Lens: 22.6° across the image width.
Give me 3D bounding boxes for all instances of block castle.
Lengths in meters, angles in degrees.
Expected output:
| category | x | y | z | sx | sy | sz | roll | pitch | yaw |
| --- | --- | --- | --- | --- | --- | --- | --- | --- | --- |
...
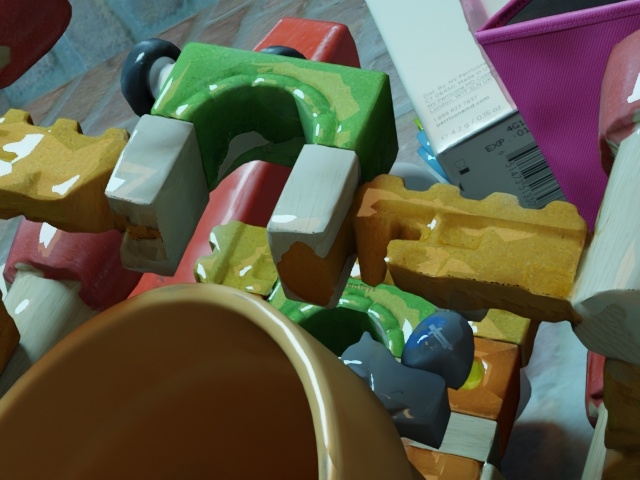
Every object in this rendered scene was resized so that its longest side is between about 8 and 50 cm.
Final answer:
| category | x | y | z | sx | sy | sz | roll | pitch | yaw |
| --- | --- | --- | --- | --- | --- | --- | --- | --- | --- |
| block castle | 0.000 | 0.000 | 0.860 | 0.453 | 0.303 | 0.213 | 10 | 52 | 17 |

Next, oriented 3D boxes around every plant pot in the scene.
| category | x | y | z | sx | sy | sz | roll | pitch | yaw |
| --- | --- | --- | --- | --- | --- | --- | --- | --- | --- |
| plant pot | -0.036 | 0.192 | 0.722 | 0.291 | 0.203 | 0.291 | -30 | 42 | 31 |

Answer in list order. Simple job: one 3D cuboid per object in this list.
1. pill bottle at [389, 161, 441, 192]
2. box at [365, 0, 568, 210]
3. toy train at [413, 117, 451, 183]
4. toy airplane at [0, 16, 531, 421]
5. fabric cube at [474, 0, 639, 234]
| category | x | y | z | sx | sy | sz | roll | pitch | yaw |
| --- | --- | --- | --- | --- | --- | --- | --- | --- | --- |
| pill bottle | 0.005 | 0.009 | 1.355 | 0.215 | 0.117 | 0.117 | -14 | 25 | 43 |
| box | 0.141 | -0.133 | 1.321 | 0.127 | 0.148 | 0.232 | -28 | 48 | 10 |
| toy train | 0.151 | -0.141 | 1.566 | 0.143 | 0.105 | 0.248 | -42 | 17 | 9 |
| toy airplane | -0.063 | 0.070 | 1.169 | 0.384 | 0.272 | 0.386 | -37 | 53 | 15 |
| fabric cube | 0.302 | -0.096 | 0.949 | 0.259 | 0.258 | 0.254 | -43 | 21 | -31 |
